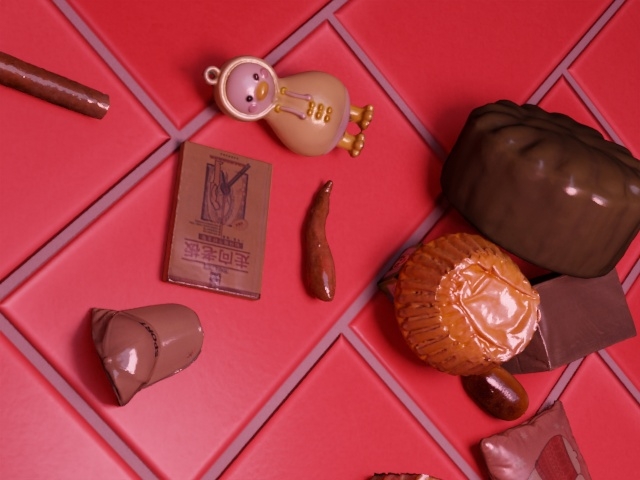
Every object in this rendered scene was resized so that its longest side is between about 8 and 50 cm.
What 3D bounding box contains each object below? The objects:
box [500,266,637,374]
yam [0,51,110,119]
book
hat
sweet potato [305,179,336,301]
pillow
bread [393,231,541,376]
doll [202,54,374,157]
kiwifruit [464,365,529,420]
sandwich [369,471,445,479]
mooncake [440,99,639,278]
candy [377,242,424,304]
[{"bbox_3d":[0.417,0.137,1.754,0.231,0.155,0.148,-14,87,-34],"label":"box"},{"bbox_3d":[-0.432,-0.238,1.410,0.264,0.046,0.046,19,67,-25],"label":"yam"},{"bbox_3d":[-0.158,-0.031,1.529,0.161,0.026,0.230,14,70,-28],"label":"book"},{"bbox_3d":[-0.241,0.141,1.395,0.175,0.085,0.147,-20,86,-32],"label":"hat"},{"bbox_3d":[0.000,0.000,1.605,0.050,0.050,0.214,11,65,-28],"label":"sweet potato"},{"bbox_3d":[0.387,0.415,1.697,0.223,0.084,0.236,-20,88,-34],"label":"pillow"},{"bbox_3d":[0.234,0.103,1.579,0.240,0.139,0.239,1,87,-15],"label":"bread"},{"bbox_3d":[-0.053,-0.218,1.578,0.296,0.117,0.141,15,96,-33],"label":"doll"},{"bbox_3d":[0.305,0.259,1.695,0.124,0.075,0.075,40,59,1],"label":"kiwifruit"},{"bbox_3d":[0.183,0.482,1.516,0.228,0.155,0.198,22,68,-24],"label":"sandwich"},{"bbox_3d":[0.394,-0.104,1.697,0.357,0.194,0.356,21,26,-11],"label":"mooncake"},{"bbox_3d":[0.195,0.109,1.681,0.194,0.062,0.097,48,59,-10],"label":"candy"}]
